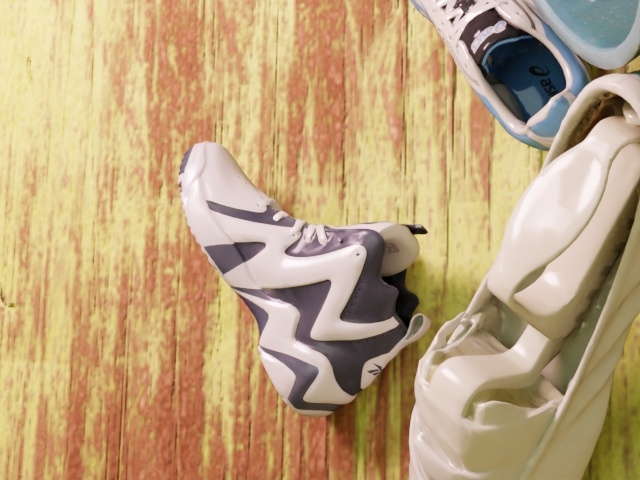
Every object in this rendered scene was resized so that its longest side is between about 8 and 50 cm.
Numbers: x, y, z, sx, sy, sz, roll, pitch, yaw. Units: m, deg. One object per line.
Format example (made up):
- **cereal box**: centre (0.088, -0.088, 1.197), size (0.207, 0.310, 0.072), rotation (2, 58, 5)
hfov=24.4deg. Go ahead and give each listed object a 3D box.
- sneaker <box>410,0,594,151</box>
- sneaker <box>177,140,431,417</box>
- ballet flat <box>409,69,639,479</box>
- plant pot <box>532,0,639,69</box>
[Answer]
- **sneaker**: centre (0.125, -0.164, 1.104), size (0.085, 0.086, 0.237), rotation (-41, 64, 13)
- **sneaker**: centre (0.000, 0.000, 1.122), size (0.153, 0.094, 0.235), rotation (-32, 68, 14)
- **ballet flat**: centre (0.136, 0.059, 0.980), size (0.139, 0.139, 0.400), rotation (33, 107, 27)
- **plant pot**: centre (0.277, -0.324, 0.917), size (0.334, 0.341, 0.341), rotation (-21, 69, -3)
